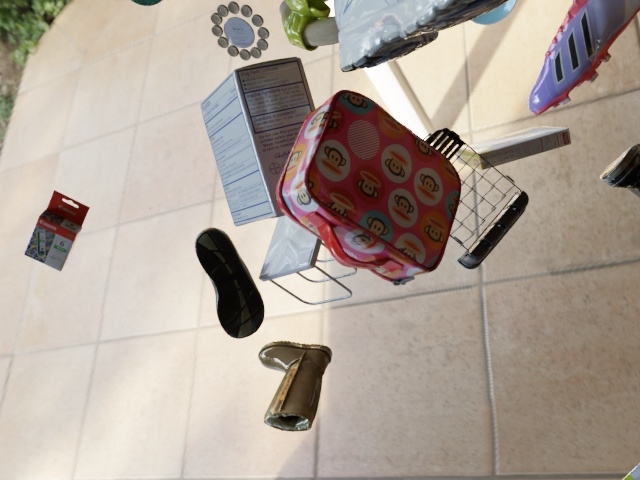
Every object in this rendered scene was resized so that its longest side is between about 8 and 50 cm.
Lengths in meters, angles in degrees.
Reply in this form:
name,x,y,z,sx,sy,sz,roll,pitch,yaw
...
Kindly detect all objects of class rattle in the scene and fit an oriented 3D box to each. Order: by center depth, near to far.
name,x,y,z,sx,sy,sz,roll,pitch,yaw
rattle,0.035,-0.313,0.747,0.199,0.143,0.130,-21,29,8

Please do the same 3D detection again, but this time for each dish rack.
name,x,y,z,sx,sy,sz,roll,pitch,yaw
dish rack,0.294,-0.099,1.427,0.271,0.074,0.208,41,79,5

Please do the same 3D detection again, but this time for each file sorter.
name,x,y,z,sx,sy,sz,roll,pitch,yaw
file sorter,0.000,0.000,1.694,0.193,0.173,0.278,-17,48,44

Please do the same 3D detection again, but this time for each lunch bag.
name,x,y,z,sx,sy,sz,roll,pitch,yaw
lunch bag,0.081,-0.067,1.062,0.120,0.293,0.258,-24,39,52

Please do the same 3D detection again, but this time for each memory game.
name,x,y,z,sx,sy,sz,roll,pitch,yaw
memory game,-0.231,-0.602,1.920,0.186,0.186,0.012,-5,42,31

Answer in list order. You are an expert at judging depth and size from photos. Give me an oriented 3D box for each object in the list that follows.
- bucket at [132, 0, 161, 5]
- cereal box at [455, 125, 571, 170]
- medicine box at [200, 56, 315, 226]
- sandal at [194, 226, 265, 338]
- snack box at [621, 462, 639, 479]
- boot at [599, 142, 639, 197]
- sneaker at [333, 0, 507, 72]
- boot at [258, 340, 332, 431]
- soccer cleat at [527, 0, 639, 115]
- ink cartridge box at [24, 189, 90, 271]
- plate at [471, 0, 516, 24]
name,x,y,z,sx,sy,sz,roll,pitch,yaw
bucket,-0.256,-0.489,0.916,0.281,0.281,0.183,-30,56,17
cereal box,0.486,-0.240,1.697,0.240,0.047,0.173,-17,14,-6
medicine box,-0.112,-0.191,1.366,0.263,0.149,0.289,-8,98,66
sandal,-0.220,0.102,1.659,0.120,0.303,0.086,-17,15,-2
snack box,0.539,0.383,0.927,0.174,0.070,0.207,-23,22,-29
boot,0.674,-0.107,1.358,0.178,0.236,0.085,50,125,12
sneaker,0.077,-0.228,0.541,0.111,0.129,0.297,-23,10,-24
boot,-0.100,0.388,1.801,0.236,0.089,0.269,-8,30,22
soccer cleat,0.331,-0.268,0.823,0.095,0.083,0.248,41,101,0
ink cartridge box,-0.407,-0.014,1.029,0.115,0.063,0.029,-58,12,24
plate,0.481,-0.709,1.892,0.188,0.024,0.188,12,109,40
